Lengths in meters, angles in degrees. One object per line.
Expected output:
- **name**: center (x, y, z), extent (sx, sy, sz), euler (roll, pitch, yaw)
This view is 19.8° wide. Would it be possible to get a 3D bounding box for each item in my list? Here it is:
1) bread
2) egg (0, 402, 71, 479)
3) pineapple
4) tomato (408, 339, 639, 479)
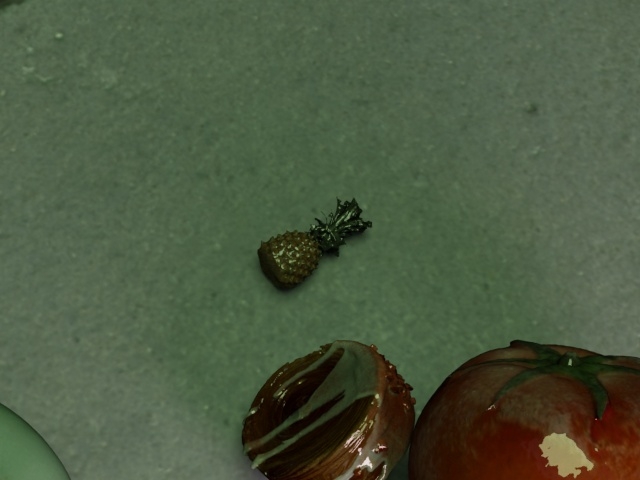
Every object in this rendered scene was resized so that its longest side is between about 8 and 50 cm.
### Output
- **bread**: center (0.011, 0.167, 1.664), extent (0.073, 0.160, 0.160), euler (49, 59, -32)
- **egg**: center (-0.314, 0.218, 1.585), extent (0.231, 0.168, 0.168), euler (34, 64, 4)
- **pineapple**: center (0.000, 0.000, 1.798), extent (0.124, 0.058, 0.058), euler (-30, 71, -20)
- **tomato**: center (0.210, 0.216, 1.612), extent (0.265, 0.265, 0.265), euler (3, 63, -6)
